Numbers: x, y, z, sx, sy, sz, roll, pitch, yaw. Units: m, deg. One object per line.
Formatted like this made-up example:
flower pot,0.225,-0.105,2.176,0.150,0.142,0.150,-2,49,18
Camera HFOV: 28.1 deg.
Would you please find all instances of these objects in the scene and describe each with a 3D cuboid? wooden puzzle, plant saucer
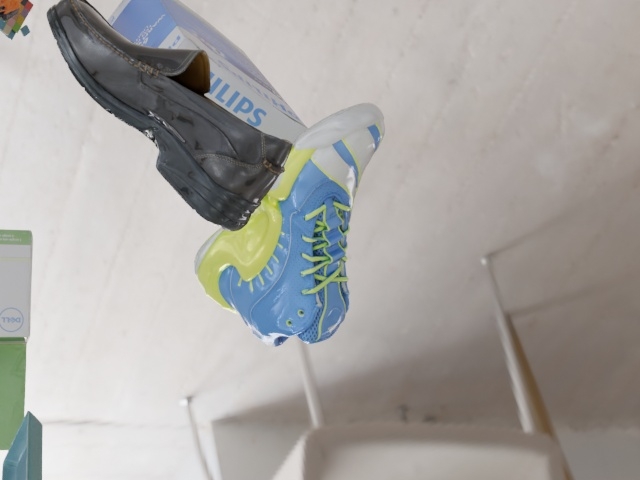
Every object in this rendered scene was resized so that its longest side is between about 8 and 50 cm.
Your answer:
wooden puzzle,-0.350,-0.259,1.435,0.006,0.049,0.083,16,164,35
plant saucer,-0.234,0.222,1.000,0.018,0.192,0.067,17,121,-24

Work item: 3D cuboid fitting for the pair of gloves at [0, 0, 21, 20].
pair of gloves,-0.341,-0.259,1.302,0.083,0.074,0.010,43,118,-13

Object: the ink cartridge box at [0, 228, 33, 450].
ink cartridge box,-0.398,0.105,1.372,0.171,0.235,0.056,2,165,-14

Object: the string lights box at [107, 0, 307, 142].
string lights box,-0.112,-0.147,1.145,0.133,0.259,0.077,36,99,-25

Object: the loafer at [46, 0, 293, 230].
loafer,-0.084,-0.084,0.717,0.061,0.170,0.062,-46,170,12

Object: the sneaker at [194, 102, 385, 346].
sneaker,0.000,0.000,0.992,0.091,0.126,0.240,-28,167,-44
